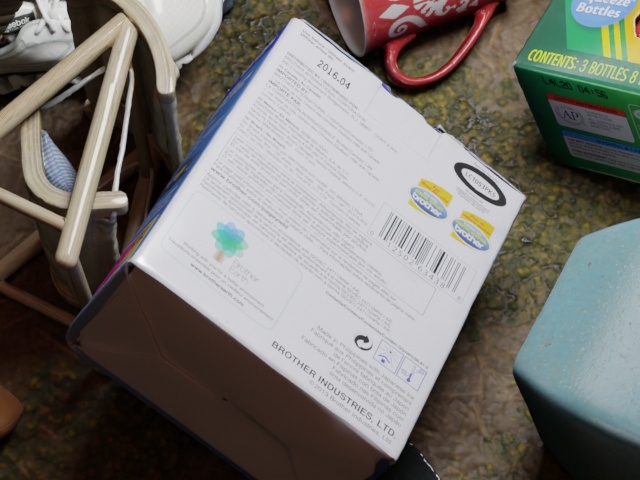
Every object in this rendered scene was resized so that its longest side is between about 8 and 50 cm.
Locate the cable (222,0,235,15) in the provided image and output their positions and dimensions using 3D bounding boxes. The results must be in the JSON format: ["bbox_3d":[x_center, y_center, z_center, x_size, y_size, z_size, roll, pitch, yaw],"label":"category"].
[{"bbox_3d":[-0.180,-0.257,1.947,0.184,0.047,0.150,36,76,14],"label":"cable"}]

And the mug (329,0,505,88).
[{"bbox_3d":[0.103,-0.241,1.911,0.169,0.150,0.113,-19,29,-12],"label":"mug"}]

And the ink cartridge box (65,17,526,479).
[{"bbox_3d":[0.000,0.000,1.671,0.270,0.151,0.395,38,50,-9],"label":"ink cartridge box"}]

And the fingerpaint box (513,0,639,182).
[{"bbox_3d":[0.459,-0.208,1.758,0.445,0.163,0.371,18,64,34],"label":"fingerpaint box"}]

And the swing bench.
[{"bbox_3d":[-0.208,-0.060,1.734,0.165,0.253,0.255,25,68,12],"label":"swing bench"}]

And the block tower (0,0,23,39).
[{"bbox_3d":[-0.367,-0.169,1.754,0.091,0.335,0.097,-14,72,-39],"label":"block tower"}]

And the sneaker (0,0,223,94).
[{"bbox_3d":[-0.238,-0.203,1.854,0.292,0.118,0.110,-9,76,7],"label":"sneaker"}]

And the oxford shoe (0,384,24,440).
[{"bbox_3d":[-0.359,0.121,1.765,0.212,0.076,0.076,32,39,18],"label":"oxford shoe"}]

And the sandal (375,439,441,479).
[{"bbox_3d":[0.051,0.334,1.620,0.167,0.107,0.446,-8,64,-2],"label":"sandal"}]

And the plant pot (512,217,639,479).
[{"bbox_3d":[0.310,0.122,1.651,0.252,0.248,0.247,17,65,29],"label":"plant pot"}]
